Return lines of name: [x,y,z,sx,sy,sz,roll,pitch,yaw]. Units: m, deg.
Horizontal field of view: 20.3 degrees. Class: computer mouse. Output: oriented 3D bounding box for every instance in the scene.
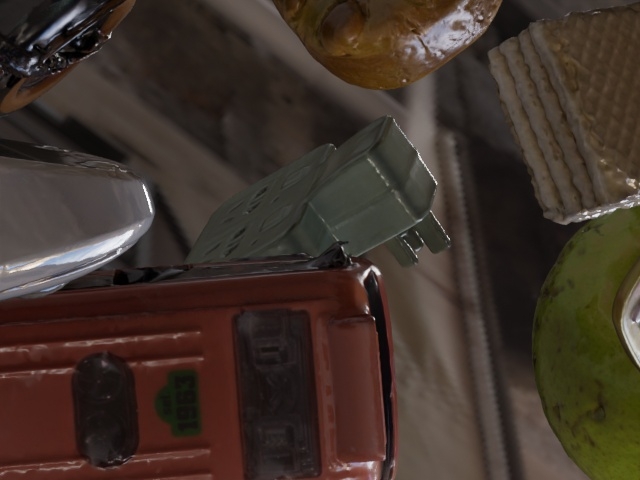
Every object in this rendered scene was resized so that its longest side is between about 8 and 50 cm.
computer mouse: [-0.247,-0.008,1.043,0.184,0.297,0.121,13,-86,59]

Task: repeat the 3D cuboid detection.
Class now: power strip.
power strip: [0.000,0.000,1.800,0.261,0.141,0.229,-29,-161,24]

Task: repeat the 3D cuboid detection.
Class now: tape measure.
tape measure: [-0.263,-0.204,1.578,0.202,0.135,0.223,-44,179,3]

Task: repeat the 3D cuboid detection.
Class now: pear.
pear: [0.425,0.141,2.026,0.391,0.391,0.391,-44,-157,24]

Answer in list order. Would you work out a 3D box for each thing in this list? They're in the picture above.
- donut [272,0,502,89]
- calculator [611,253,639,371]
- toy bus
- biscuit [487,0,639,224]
donut: [0.062,-0.247,1.641,0.227,0.114,0.226,-14,-126,20]
calculator: [0.294,0.041,1.397,0.033,0.236,0.157,32,-95,37]
toy bus: [-0.151,0.115,1.332,0.233,0.427,0.203,179,-94,-85]
biscuit: [0.301,-0.119,1.290,0.426,0.144,0.078,-13,170,-39]
